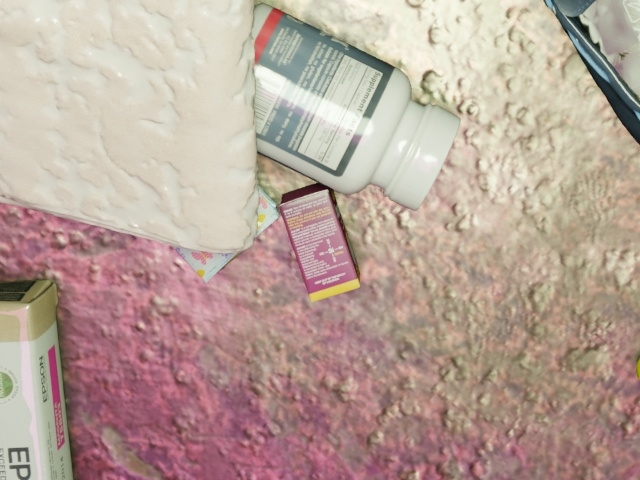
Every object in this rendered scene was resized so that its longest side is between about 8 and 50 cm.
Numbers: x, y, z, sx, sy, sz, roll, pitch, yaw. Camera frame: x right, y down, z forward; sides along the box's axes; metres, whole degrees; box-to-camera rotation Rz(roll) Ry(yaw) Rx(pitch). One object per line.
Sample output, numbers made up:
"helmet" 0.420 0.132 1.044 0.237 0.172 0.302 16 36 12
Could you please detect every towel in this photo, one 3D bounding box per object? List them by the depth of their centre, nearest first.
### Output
"towel" -0.199 -0.149 1.306 0.317 0.053 0.332 10 131 11

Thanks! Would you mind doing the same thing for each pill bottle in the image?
"pill bottle" 0.010 -0.097 1.380 0.180 0.108 0.108 26 101 -2

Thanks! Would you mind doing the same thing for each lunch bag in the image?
"lunch bag" -0.080 -0.021 1.430 0.071 0.053 0.083 46 110 -3

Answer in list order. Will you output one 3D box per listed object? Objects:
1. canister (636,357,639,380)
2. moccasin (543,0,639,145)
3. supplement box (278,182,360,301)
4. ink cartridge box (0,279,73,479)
"canister" 0.351 0.109 1.418 0.170 0.073 0.126 36 101 -2
"moccasin" 0.228 -0.205 1.341 0.138 0.117 0.342 -35 97 9
"supplement box" 0.000 0.000 1.427 0.043 0.055 0.083 -18 100 5
"ink cartridge box" -0.306 0.157 1.460 0.193 0.088 0.235 -4 100 5
